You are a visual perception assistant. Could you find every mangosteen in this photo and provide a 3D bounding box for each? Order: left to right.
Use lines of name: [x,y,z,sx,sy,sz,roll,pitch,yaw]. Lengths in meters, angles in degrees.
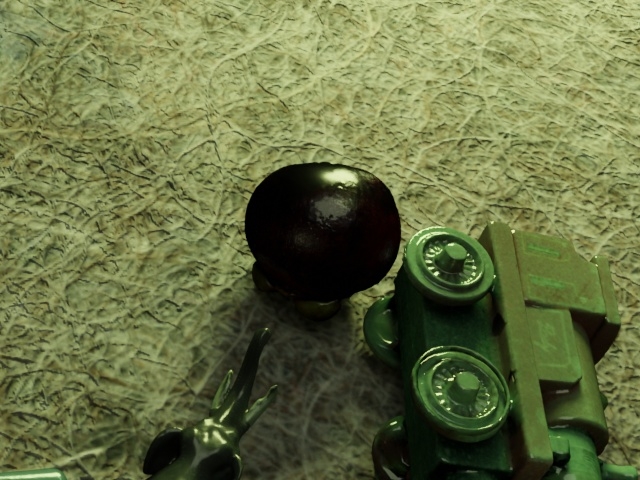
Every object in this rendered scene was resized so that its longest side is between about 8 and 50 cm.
mangosteen: [0.000,0.000,1.170,0.152,0.152,0.152,7,50,-9]

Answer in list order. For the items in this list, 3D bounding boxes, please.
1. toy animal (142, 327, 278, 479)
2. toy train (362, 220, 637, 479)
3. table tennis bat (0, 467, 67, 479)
toy animal: [-0.102,0.204,0.974,0.082,0.137,0.269,24,58,9]
toy train: [0.159,0.119,1.107,0.221,0.150,0.304,11,48,-13]
table tennis bat: [-0.301,0.196,0.948,0.237,0.149,0.038,3,86,-34]
